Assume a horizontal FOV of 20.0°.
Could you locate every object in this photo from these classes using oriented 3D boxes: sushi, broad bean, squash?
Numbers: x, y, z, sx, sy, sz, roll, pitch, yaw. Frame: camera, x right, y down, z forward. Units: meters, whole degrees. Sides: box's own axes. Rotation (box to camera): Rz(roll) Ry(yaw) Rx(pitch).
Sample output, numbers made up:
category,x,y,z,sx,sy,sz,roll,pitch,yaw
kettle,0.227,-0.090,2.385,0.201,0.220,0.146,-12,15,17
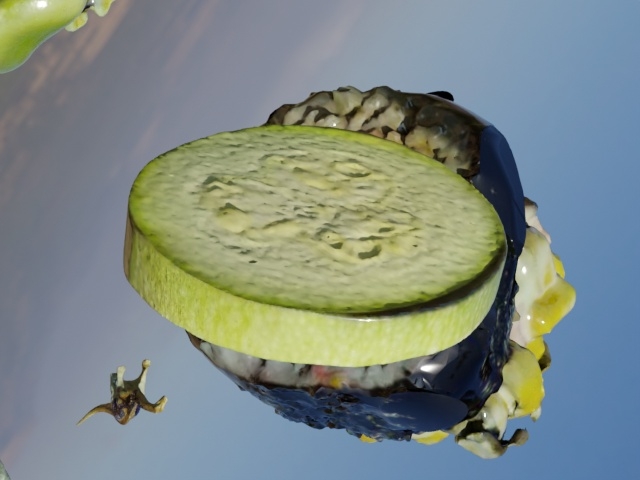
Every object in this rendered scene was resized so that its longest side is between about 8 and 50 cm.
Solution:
category,x,y,z,sx,sy,sz,roll,pitch,yaw
sushi,0.061,0.050,1.718,0.285,0.328,0.328,48,39,-54
broad bean,-0.171,-0.128,1.044,0.083,0.045,0.063,-27,173,36
squash,0.000,0.000,1.197,0.252,0.252,0.049,-61,162,-59

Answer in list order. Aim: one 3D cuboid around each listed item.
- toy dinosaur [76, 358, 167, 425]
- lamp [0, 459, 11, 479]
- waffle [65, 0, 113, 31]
category,x,y,z,sx,sy,sz,roll,pitch,yaw
toy dinosaur,-0.186,0.146,1.732,0.180,0.037,0.058,151,-46,-64
lamp,-0.249,0.190,1.063,0.193,0.106,0.106,-63,-178,15
waffle,-0.301,-0.345,2.052,0.208,0.214,0.054,-43,175,-6
